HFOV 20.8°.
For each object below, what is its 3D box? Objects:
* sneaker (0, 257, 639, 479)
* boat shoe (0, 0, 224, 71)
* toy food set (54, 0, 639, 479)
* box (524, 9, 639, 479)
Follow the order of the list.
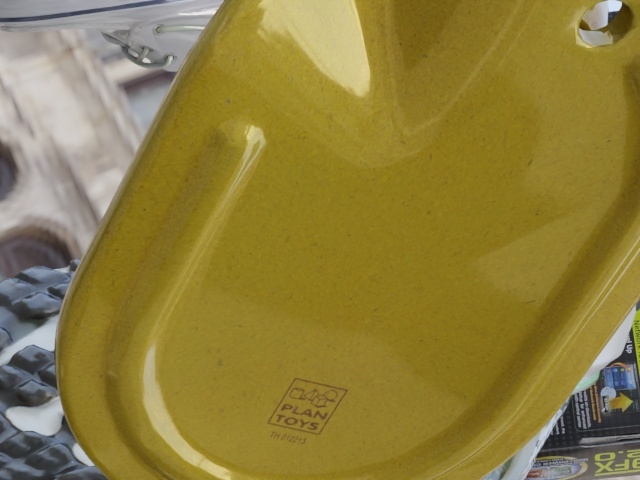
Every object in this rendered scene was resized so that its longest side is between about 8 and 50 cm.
[{"bbox_3d":[-0.009,0.103,0.716,0.158,0.410,0.182,24,-67,37],"label":"sneaker"},{"bbox_3d":[-0.085,-0.131,0.998,0.083,0.226,0.076,-132,-144,-61],"label":"boat shoe"},{"bbox_3d":[0.000,0.000,0.414,0.218,0.128,0.071,-58,-150,29],"label":"toy food set"},{"bbox_3d":[0.189,-0.005,0.985,0.060,0.216,0.270,73,12,-64],"label":"box"}]
